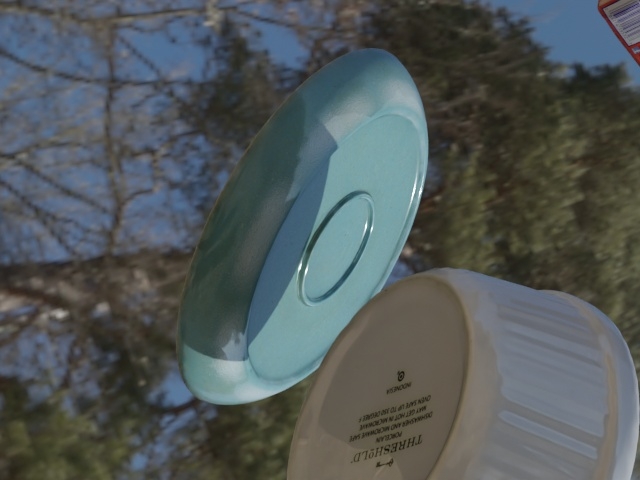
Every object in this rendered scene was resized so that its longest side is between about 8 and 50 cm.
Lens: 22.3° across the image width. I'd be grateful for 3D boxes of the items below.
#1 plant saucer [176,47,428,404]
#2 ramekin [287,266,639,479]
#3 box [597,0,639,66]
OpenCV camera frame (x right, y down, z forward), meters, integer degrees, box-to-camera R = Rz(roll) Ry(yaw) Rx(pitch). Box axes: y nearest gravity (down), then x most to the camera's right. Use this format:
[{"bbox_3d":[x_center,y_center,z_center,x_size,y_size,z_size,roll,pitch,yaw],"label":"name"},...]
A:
[{"bbox_3d":[0.000,0.000,1.300,0.043,0.317,0.318,29,-64,24],"label":"plant saucer"},{"bbox_3d":[0.087,0.143,1.143,0.273,0.127,0.273,-43,-148,35],"label":"ramekin"},{"bbox_3d":[0.335,-0.146,1.243,0.128,0.123,0.257,-25,-60,33],"label":"box"}]
